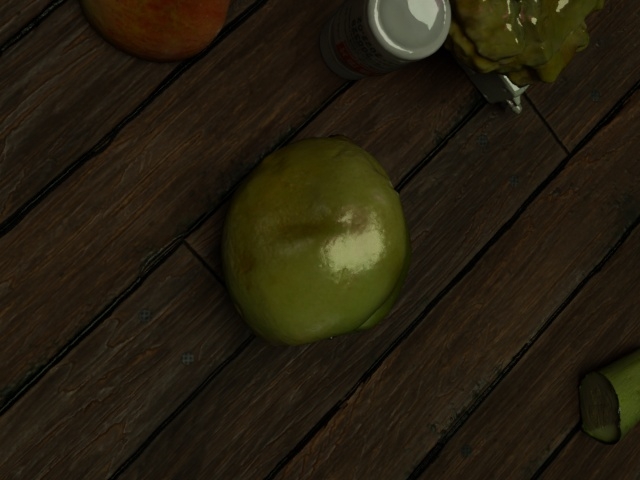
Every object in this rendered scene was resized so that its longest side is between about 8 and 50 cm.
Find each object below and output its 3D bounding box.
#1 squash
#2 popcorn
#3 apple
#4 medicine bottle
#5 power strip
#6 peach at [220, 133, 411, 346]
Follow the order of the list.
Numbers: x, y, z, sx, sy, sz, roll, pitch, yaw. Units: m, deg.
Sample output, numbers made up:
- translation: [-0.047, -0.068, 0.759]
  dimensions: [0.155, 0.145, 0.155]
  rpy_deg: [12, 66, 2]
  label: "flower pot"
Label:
- translation: [0.616, 0.256, 1.623]
  dimensions: [0.287, 0.137, 0.137]
  rpy_deg: [-34, 102, -22]
  label: "squash"
- translation: [0.322, -0.372, 1.352]
  dimensions: [0.286, 0.215, 0.252]
  rpy_deg: [-31, 95, -21]
  label: "popcorn"
- translation: [-0.226, -0.427, 1.283]
  dimensions: [0.251, 0.163, 0.293]
  rpy_deg: [24, 85, -17]
  label: "apple"
- translation: [0.095, -0.340, 1.352]
  dimensions: [0.144, 0.252, 0.144]
  rpy_deg: [-2, 95, -20]
  label: "medicine bottle"
- translation: [0.266, -0.363, 1.494]
  dimensions: [0.058, 0.098, 0.338]
  rpy_deg: [-45, 105, -17]
  label: "power strip"
- translation: [-0.004, 0.007, 1.307]
  dimensions: [0.314, 0.281, 0.315]
  rpy_deg: [-22, 67, 16]
  label: "peach"
